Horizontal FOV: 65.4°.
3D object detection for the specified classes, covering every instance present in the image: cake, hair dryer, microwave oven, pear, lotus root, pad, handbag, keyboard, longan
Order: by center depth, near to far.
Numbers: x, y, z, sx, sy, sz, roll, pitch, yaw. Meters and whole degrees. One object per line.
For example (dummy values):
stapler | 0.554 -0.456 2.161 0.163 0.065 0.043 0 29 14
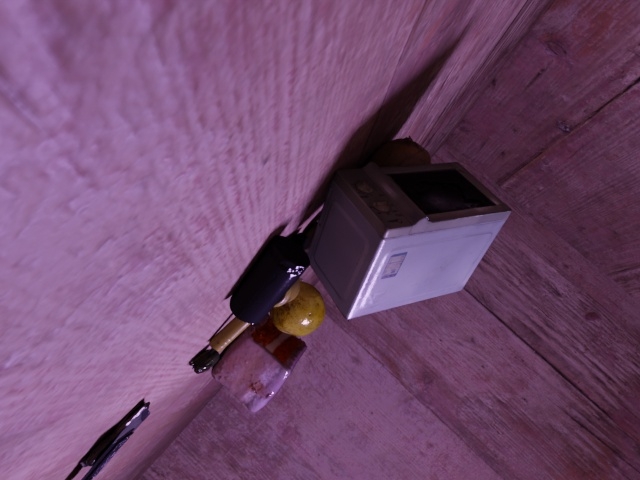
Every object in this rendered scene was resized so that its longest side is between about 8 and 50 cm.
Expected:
keyboard | -0.469 0.478 1.061 0.196 0.015 0.074 -49 176 13
hair dryer | -0.080 0.052 1.078 0.197 0.089 0.251 -52 180 29
microwave oven | 0.180 -0.017 1.103 0.355 0.218 0.286 -9 137 -31
pad | -0.461 0.449 1.149 0.174 0.022 0.233 -46 176 -28
hair dryer | -0.173 0.181 1.248 0.279 0.090 0.135 -43 176 6
longan | 0.000 0.000 1.251 0.113 0.092 0.113 -25 -176 2
lotus root | 0.152 -0.116 1.287 0.342 0.151 0.169 -56 169 29
handbag | -0.301 0.315 1.304 0.072 0.047 0.111 -44 176 13
pear | -0.089 0.238 1.762 0.197 0.197 0.197 -48 174 -6
cake | -0.216 0.437 1.832 0.230 0.237 0.309 -49 176 11

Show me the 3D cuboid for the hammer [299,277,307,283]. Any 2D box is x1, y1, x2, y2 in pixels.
hammer | -0.107 0.203 2.061 0.159 0.041 0.226 -46 174 -23
